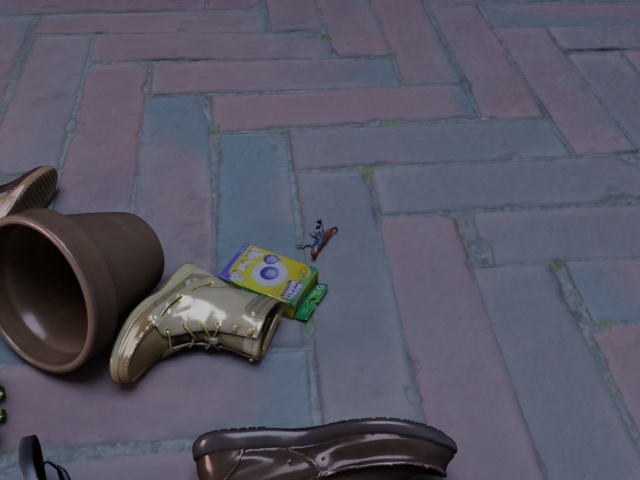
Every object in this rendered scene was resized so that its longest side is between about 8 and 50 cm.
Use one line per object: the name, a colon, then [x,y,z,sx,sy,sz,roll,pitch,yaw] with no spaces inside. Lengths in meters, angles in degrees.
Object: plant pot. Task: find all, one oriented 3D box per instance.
plant pot: [-0.388,0.056,1.208,0.263,0.263,0.229,24,27,22]

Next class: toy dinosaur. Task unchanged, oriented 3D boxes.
toy dinosaur: [0.000,0.000,1.415,0.090,0.047,0.082,3,59,-15]

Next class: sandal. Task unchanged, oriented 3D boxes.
sandal: [-0.336,0.368,0.951,0.054,0.097,0.254,-20,57,-22]

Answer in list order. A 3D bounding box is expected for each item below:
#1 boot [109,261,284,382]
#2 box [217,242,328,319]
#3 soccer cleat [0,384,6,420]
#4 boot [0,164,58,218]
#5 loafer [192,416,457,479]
boot: [-0.195,0.156,1.191,0.203,0.095,0.262,20,40,16]
box: [-0.084,0.076,1.323,0.179,0.043,0.105,20,45,16]
soccer cleat: [-0.527,0.286,1.028,0.121,0.093,0.289,-7,42,-1]
boot: [-0.667,-0.091,1.438,0.207,0.090,0.248,19,48,14]
loafer: [0.007,0.325,1.007,0.366,0.134,0.130,-6,65,5]
